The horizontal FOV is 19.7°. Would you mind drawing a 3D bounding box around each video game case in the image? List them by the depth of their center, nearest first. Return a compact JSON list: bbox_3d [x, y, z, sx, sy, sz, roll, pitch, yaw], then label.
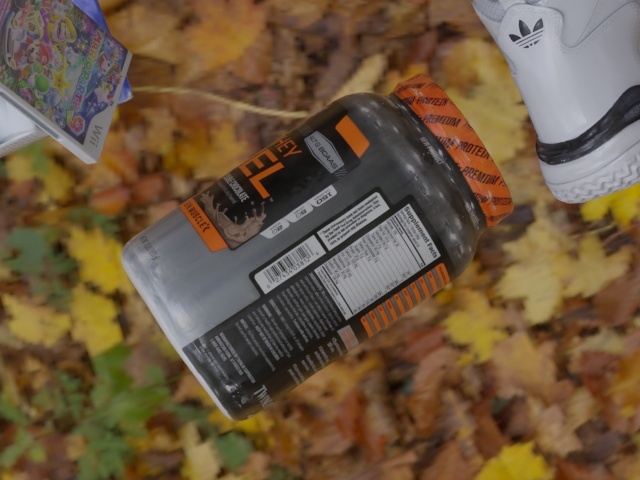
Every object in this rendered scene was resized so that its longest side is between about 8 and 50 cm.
[{"bbox_3d":[-0.173,-0.116,1.178,0.011,0.122,0.087,-7,57,36],"label":"video game case"}]

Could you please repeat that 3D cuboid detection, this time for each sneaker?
[{"bbox_3d":[0.236,-0.188,1.361,0.137,0.366,0.210,-20,103,40],"label":"sneaker"}]

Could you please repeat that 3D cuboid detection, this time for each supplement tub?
[{"bbox_3d":[0.000,0.000,1.745,0.338,0.207,0.207,-34,79,-4],"label":"supplement tub"}]

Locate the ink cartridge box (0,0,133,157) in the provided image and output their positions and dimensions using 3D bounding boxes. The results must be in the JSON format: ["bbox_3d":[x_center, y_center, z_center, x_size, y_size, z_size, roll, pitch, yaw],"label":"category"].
[{"bbox_3d":[-0.277,-0.163,1.350,0.224,0.045,0.223,-23,87,14],"label":"ink cartridge box"}]
